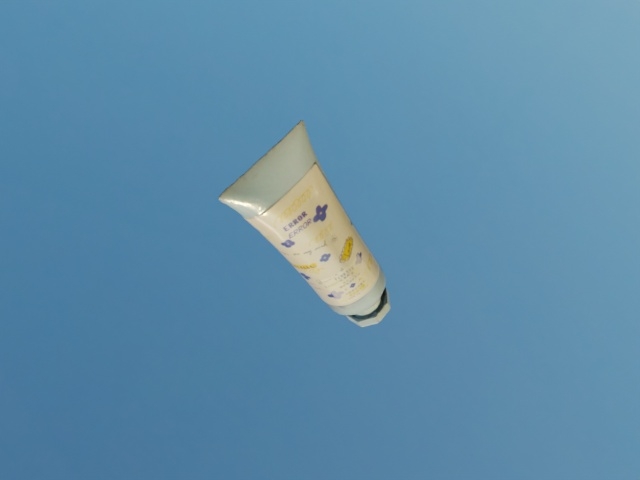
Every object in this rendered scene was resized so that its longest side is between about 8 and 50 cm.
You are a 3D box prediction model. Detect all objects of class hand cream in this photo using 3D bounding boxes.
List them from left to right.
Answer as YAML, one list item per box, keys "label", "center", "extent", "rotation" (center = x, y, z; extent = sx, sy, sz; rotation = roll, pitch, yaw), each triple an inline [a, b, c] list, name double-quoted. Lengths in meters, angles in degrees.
- label: "hand cream"
  center: [0.000, 0.000, 0.698]
  extent: [0.043, 0.065, 0.171]
  rotation: [41, 172, 39]
